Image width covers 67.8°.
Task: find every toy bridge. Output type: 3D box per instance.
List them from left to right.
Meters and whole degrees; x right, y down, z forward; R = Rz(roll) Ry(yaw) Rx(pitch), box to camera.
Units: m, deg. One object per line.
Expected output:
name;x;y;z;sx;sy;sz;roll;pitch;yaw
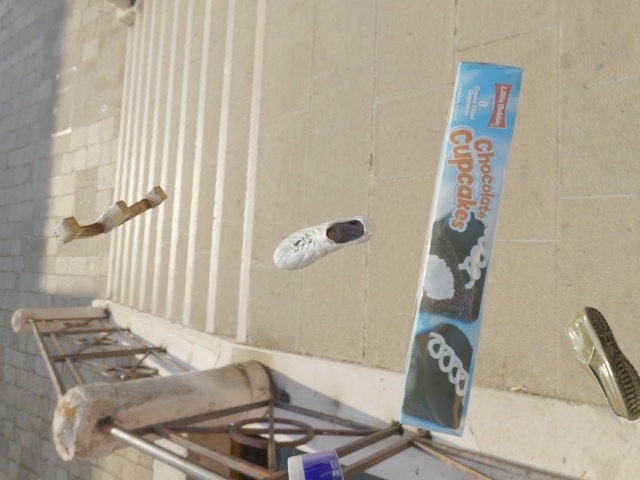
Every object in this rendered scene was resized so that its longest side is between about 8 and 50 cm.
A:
toy bridge;-0.303;-0.034;0.694;0.063;0.188;0.026;-33;94;30

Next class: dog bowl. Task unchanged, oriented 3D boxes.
dog bowl;0.005;0.575;0.972;0.104;0.265;0.264;-9;76;-6

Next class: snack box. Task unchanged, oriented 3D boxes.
snack box;0.138;0.009;0.495;0.060;0.187;0.321;10;89;12

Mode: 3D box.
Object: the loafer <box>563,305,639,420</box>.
loafer;0.372;0.162;0.629;0.050;0.056;0.148;-46;47;50

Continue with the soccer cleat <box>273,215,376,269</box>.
soccer cleat;0.000;0.000;0.827;0.196;0.076;0.068;-20;81;14
